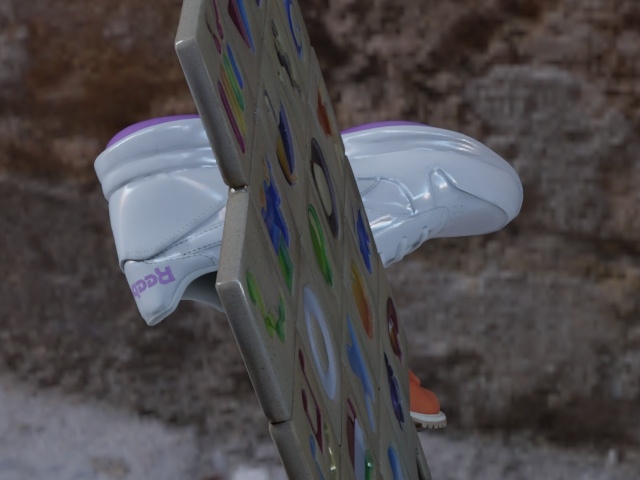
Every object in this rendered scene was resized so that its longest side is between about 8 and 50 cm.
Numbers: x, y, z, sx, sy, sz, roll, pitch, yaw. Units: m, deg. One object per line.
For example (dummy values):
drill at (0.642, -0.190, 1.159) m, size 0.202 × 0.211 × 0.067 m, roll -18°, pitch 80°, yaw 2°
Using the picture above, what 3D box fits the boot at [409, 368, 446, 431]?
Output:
boot at (0.043, 0.092, 1.307) m, size 0.059 × 0.158 × 0.085 m, roll -10°, pitch 75°, yaw 22°

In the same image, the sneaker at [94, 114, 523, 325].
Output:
sneaker at (0.000, 0.000, 1.244) m, size 0.305 × 0.114 × 0.152 m, roll -1°, pitch 71°, yaw -28°

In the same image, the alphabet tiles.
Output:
alphabet tiles at (0.005, 0.033, 0.762) m, size 0.011 × 0.342 × 0.285 m, roll -14°, pitch 30°, yaw 9°
